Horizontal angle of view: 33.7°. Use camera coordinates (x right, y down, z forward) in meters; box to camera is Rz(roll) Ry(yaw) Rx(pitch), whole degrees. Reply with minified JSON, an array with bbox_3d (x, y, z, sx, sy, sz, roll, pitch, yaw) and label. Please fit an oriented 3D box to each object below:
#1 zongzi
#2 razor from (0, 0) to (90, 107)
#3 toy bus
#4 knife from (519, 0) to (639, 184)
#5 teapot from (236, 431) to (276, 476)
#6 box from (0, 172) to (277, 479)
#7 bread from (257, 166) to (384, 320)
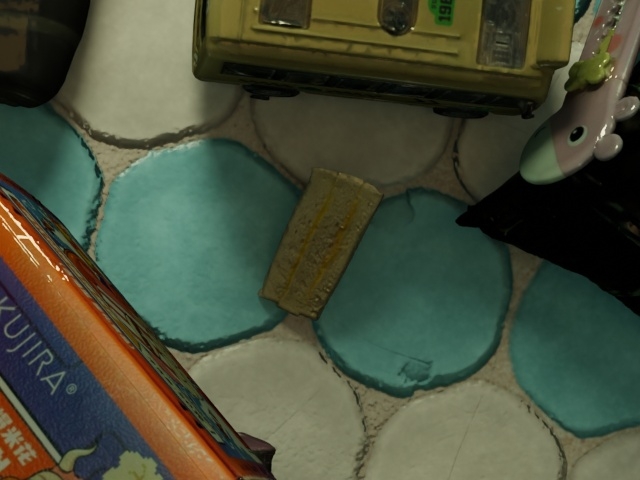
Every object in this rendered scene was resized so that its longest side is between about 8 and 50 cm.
[{"bbox_3d":[0.402,-0.027,1.096,0.383,0.319,0.362,-43,106,13],"label":"zongzi"},{"bbox_3d":[-0.310,-0.307,1.020,0.204,0.113,0.349,15,92,-7],"label":"razor"},{"bbox_3d":[0.063,-0.219,1.036,0.365,0.202,0.177,4,91,-10],"label":"toy bus"},{"bbox_3d":[0.299,-0.223,1.073,0.038,0.132,0.398,41,61,-27],"label":"knife"},{"bbox_3d":[-0.100,0.270,1.087,0.116,0.148,0.146,14,77,-44],"label":"teapot"},{"bbox_3d":[-0.244,0.159,0.900,0.257,0.318,0.348,-40,75,-6],"label":"box"},{"bbox_3d":[-0.002,0.006,1.081,0.077,0.105,0.152,23,87,-2],"label":"bread"}]
